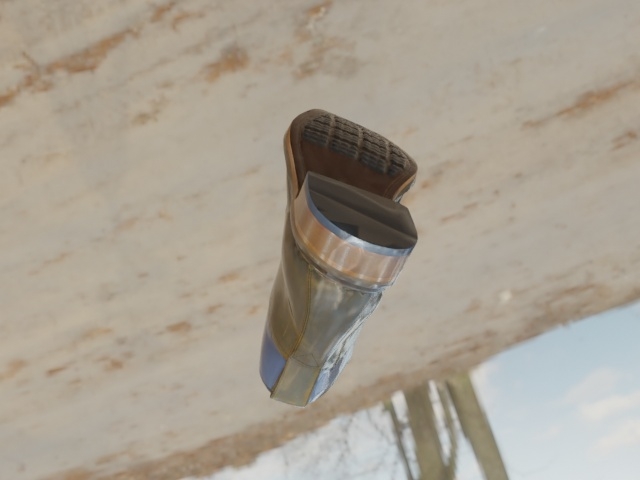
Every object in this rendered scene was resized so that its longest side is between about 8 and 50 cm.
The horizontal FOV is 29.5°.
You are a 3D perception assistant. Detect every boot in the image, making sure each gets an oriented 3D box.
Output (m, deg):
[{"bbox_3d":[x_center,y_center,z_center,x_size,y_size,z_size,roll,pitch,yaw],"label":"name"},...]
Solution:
[{"bbox_3d":[0.000,0.000,0.678,0.082,0.219,0.106,22,111,-5],"label":"boot"}]
